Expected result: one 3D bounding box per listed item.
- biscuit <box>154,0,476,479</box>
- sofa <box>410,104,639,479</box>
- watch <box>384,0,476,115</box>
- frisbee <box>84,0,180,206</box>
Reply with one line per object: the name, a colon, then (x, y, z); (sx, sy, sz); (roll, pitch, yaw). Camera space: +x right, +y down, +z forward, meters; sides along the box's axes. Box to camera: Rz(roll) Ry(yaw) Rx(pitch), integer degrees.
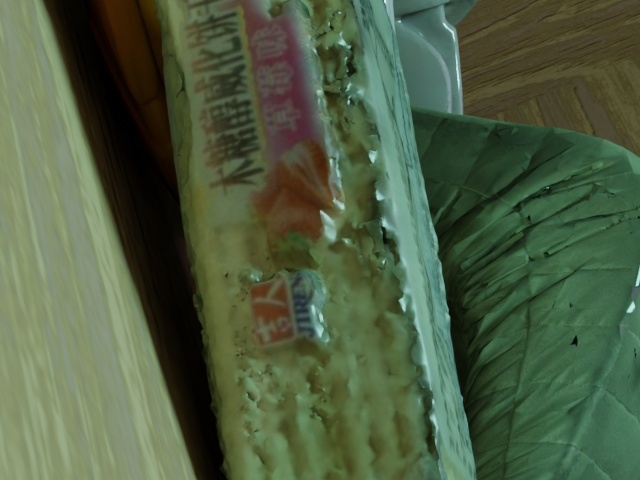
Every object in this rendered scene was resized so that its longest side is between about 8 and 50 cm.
biscuit: (0.001, 0.001, 0.642); (0.186, 0.079, 0.309); (67, 11, -68)
sofa: (0.060, 0.063, 0.819); (0.176, 0.225, 0.210); (-64, 146, -18)
watch: (-0.010, -0.136, 1.127); (0.244, 0.196, 0.231); (66, 25, -47)
frisbee: (-0.070, -0.094, 0.723); (0.192, 0.035, 0.192); (-14, 90, -83)
